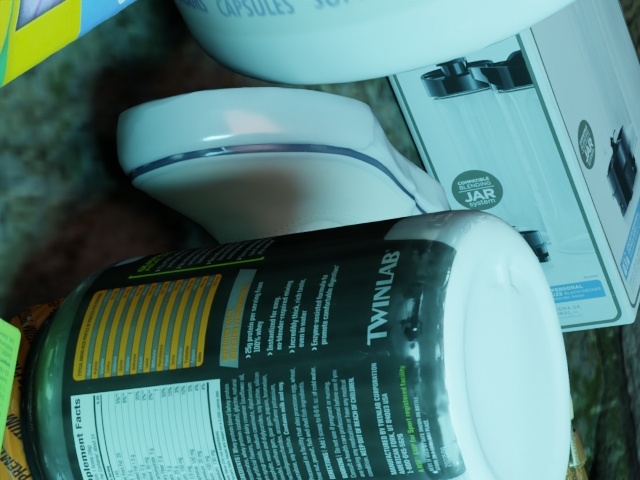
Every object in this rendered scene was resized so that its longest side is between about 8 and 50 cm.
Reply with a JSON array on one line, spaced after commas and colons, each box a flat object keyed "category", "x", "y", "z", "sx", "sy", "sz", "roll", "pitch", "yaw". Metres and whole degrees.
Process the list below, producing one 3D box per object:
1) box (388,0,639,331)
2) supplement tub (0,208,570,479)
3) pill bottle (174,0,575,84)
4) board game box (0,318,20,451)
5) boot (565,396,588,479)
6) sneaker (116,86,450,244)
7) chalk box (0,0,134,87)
[{"category": "box", "x": 0.111, "y": -0.107, "z": 1.078, "sx": 0.290, "sy": 0.087, "sz": 0.169, "roll": 66, "pitch": 31, "yaw": -28}, {"category": "supplement tub", "x": -0.018, "y": 0.057, "z": 0.667, "sx": 0.117, "sy": 0.190, "sz": 0.117, "roll": 25, "pitch": 61, "yaw": -58}, {"category": "pill bottle", "x": -0.021, "y": -0.283, "z": 0.717, "sx": 0.408, "sy": 0.229, "sz": 0.229, "roll": 65, "pitch": 31, "yaw": -28}, {"category": "board game box", "x": -0.154, "y": 0.123, "z": 0.554, "sx": 0.124, "sy": 0.039, "sz": 0.259, "roll": 42, "pitch": 44, "yaw": -51}, {"category": "boot", "x": 0.086, "y": 0.164, "z": 0.924, "sx": 0.283, "sy": 0.109, "sz": 0.220, "roll": 4, "pitch": 80, "yaw": -65}, {"category": "sneaker", "x": 0.000, "y": 0.000, "z": 0.823, "sx": 0.258, "sy": 0.094, "sz": 0.091, "roll": 22, "pitch": 59, "yaw": -60}, {"category": "chalk box", "x": -0.133, "y": -0.143, "z": 0.454, "sx": 0.289, "sy": 0.180, "sz": 0.179, "roll": -45, "pitch": 151, "yaw": -56}]
